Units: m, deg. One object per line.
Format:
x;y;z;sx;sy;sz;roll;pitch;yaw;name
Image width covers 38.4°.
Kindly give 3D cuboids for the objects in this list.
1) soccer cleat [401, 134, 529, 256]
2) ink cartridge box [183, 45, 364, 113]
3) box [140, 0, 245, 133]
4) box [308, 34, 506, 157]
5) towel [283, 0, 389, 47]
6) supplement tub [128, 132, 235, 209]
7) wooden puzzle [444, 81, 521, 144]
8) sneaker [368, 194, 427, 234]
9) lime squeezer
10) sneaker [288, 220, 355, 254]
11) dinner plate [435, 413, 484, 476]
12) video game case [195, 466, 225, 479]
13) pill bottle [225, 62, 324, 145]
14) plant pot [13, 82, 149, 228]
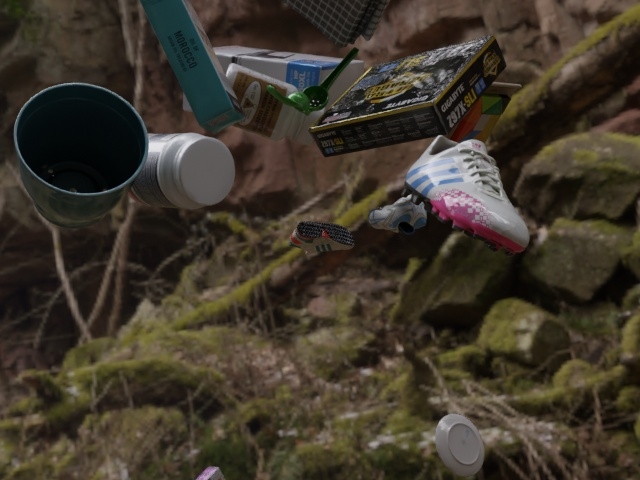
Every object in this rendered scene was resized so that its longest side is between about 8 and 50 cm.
0.235;-0.087;1.445;0.116;0.143;0.331;27;7;-28;soccer cleat
-0.122;-0.405;2.401;0.395;0.166;0.285;11;17;23;ink cartridge box
-0.199;-0.288;1.395;0.060;0.244;0.100;-26;-4;5;box
0.170;-0.281;1.800;0.322;0.079;0.257;-5;32;46;box
0.016;-0.557;1.869;0.121;0.283;0.235;-36;-15;-38;towel
-0.364;-0.176;2.320;0.191;0.191;0.272;1;3;-43;supplement tub
0.418;-0.319;2.436;0.221;0.044;0.239;-8;-42;-49;wooden puzzle
0.176;-0.047;2.133;0.085;0.086;0.237;-14;-3;-19;sneaker
-0.019;-0.293;1.817;0.310;0.059;0.110;-34;-12;-48;lime squeezer
0.000;0.000;2.122;0.161;0.057;0.075;9;-37;-32;sneaker
0.312;0.449;2.023;0.141;0.141;0.017;-1;-23;-38;dinner plate
-0.242;0.612;1.850;0.042;0.210;0.232;-10;21;42;video game case
-0.114;-0.294;2.033;0.229;0.131;0.131;19;-20;-9;pill bottle
-0.528;-0.157;2.000;0.271;0.272;0.255;-6;-23;-22;plant pot
